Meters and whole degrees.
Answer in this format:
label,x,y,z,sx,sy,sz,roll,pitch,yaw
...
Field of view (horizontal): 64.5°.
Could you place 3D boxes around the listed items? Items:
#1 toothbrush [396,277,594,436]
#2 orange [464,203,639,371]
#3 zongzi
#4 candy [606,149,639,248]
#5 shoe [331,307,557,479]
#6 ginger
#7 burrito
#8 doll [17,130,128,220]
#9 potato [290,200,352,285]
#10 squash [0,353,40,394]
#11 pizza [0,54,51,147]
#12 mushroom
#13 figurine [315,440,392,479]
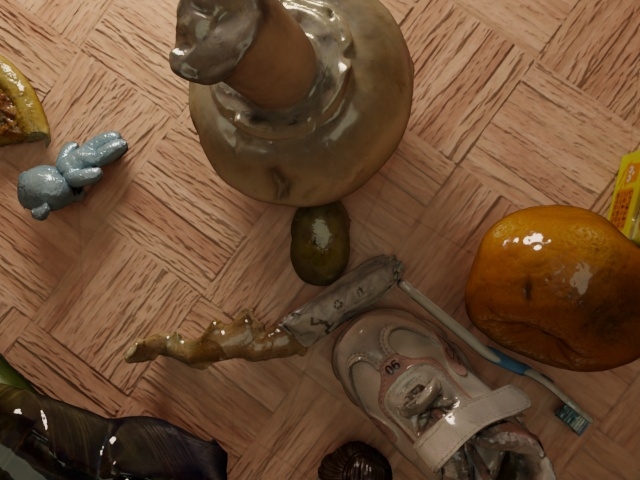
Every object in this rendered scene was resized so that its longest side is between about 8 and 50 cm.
label,x,y,z,sx,sy,sz,roll,pitch,yaw
toothbrush,0.251,0.160,0.700,0.386,0.040,0.040,39,92,-17
orange,0.321,0.055,0.661,0.249,0.249,0.183,24,69,4
zongzi,-0.392,0.387,0.666,0.432,0.208,0.403,28,96,-19
candy,0.563,-0.030,0.712,0.276,0.088,0.146,13,89,4
shoe,0.171,0.232,0.677,0.351,0.198,0.172,39,89,2
ginger,-0.146,0.148,0.764,0.288,0.075,0.089,-5,92,0
burrito,0.037,0.084,0.739,0.203,0.064,0.064,-33,87,-13
doll,-0.380,-0.101,0.791,0.180,0.075,0.120,-32,48,-16
potato,0.000,0.000,0.755,0.092,0.070,0.137,2,89,6
squash,-0.485,0.244,0.778,0.331,0.087,0.087,45,92,2
pizza,-0.564,-0.216,0.801,0.292,0.058,0.197,38,92,3
mushroom,-0.040,-0.196,0.631,0.315,0.336,0.314,0,89,16
figurine,-0.004,0.438,0.727,0.187,0.168,0.315,29,79,31
